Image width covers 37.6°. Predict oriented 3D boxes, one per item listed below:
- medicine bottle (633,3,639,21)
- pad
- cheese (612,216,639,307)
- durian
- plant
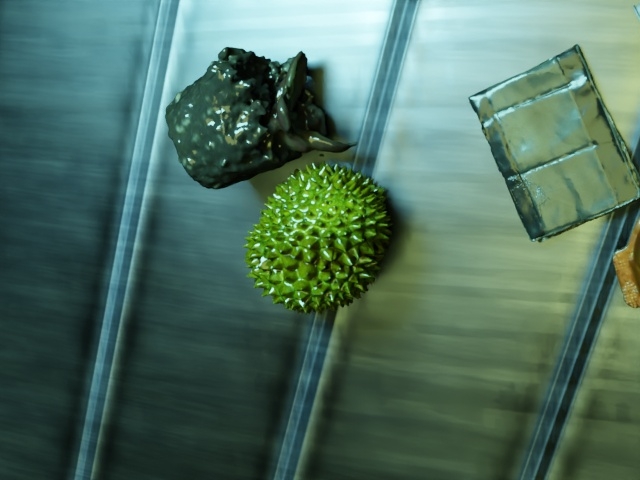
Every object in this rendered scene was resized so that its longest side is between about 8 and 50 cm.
[{"bbox_3d":[0.546,-0.323,1.120,0.324,0.124,0.179,-30,89,26],"label":"medicine bottle"},{"bbox_3d":[0.327,-0.130,1.305,0.174,0.022,0.233,-24,90,25],"label":"pad"},{"bbox_3d":[0.540,0.014,1.185,0.329,0.129,0.217,-18,94,25],"label":"cheese"},{"bbox_3d":[-0.002,0.003,1.392,0.200,0.176,0.237,33,103,-15],"label":"durian"},{"bbox_3d":[-0.103,-0.183,1.389,0.234,0.178,0.204,-23,91,31],"label":"plant"}]
